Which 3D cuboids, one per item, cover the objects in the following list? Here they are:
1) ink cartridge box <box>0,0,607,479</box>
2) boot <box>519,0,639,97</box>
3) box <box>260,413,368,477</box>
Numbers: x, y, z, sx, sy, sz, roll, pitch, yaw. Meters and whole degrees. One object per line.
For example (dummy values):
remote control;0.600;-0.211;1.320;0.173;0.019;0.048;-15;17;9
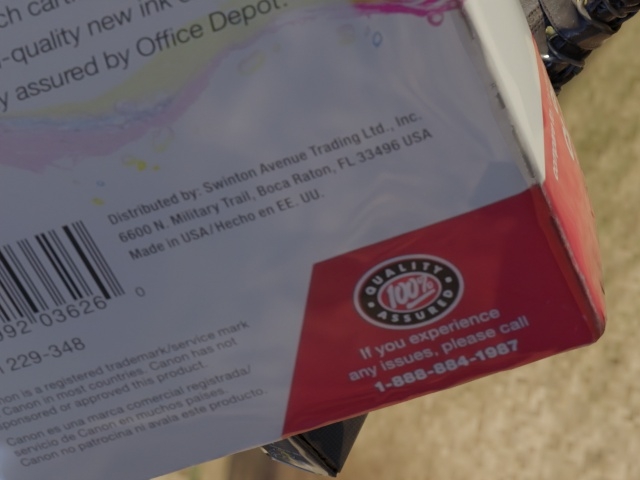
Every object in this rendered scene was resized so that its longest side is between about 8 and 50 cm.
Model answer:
ink cartridge box;-0.063;-0.082;0.627;0.131;0.226;0.306;-85;-26;-55
boot;0.176;-0.144;1.101;0.229;0.091;0.263;-49;37;40
box;0.000;0.000;1.180;0.233;0.059;0.183;-63;-36;-20
